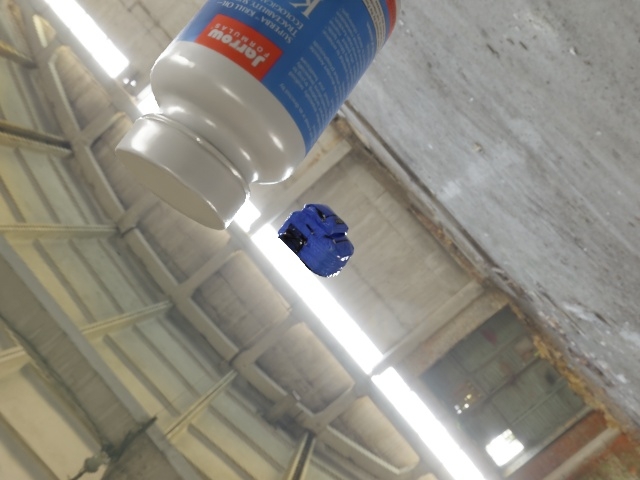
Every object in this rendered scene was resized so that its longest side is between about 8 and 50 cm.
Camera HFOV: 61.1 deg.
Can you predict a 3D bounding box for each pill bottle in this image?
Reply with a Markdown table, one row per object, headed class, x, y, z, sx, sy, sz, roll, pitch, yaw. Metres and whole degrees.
| class | x | y | z | sx | sy | sz | roll | pitch | yaw |
| --- | --- | --- | --- | --- | --- | --- | --- | --- | --- |
| pill bottle | -0.044 | -0.121 | 0.401 | 0.124 | 0.222 | 0.124 | 30 | 163 | 10 |

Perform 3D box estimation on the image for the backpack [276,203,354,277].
| class | x | y | z | sx | sy | sz | roll | pitch | yaw |
| --- | --- | --- | --- | --- | --- | --- | --- | --- | --- |
| backpack | 0.000 | 0.000 | 0.952 | 0.120 | 0.101 | 0.098 | 49 | -151 | 20 |
